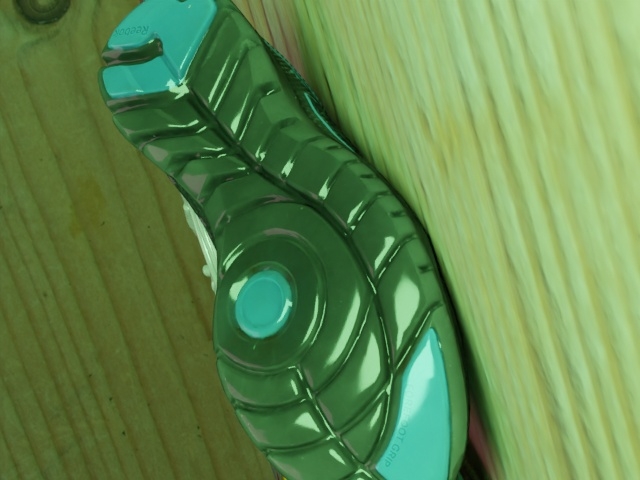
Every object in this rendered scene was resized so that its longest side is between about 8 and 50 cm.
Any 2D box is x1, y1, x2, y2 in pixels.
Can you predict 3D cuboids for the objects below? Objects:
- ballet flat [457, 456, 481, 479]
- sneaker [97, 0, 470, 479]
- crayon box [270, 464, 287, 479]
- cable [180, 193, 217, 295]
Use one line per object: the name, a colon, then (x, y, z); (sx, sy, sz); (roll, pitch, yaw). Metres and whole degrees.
ballet flat: (0.075, 0.236, 0.612); (0.349, 0.123, 0.123); (-116, 11, -46)
sneaker: (0.000, 0.000, 0.680); (0.139, 0.125, 0.341); (34, -154, -55)
crayon box: (0.013, 0.265, 1.203); (0.203, 0.083, 0.323); (90, 162, -67)
cable: (-0.057, -0.011, 1.048); (0.257, 0.089, 0.257); (81, 167, -48)
